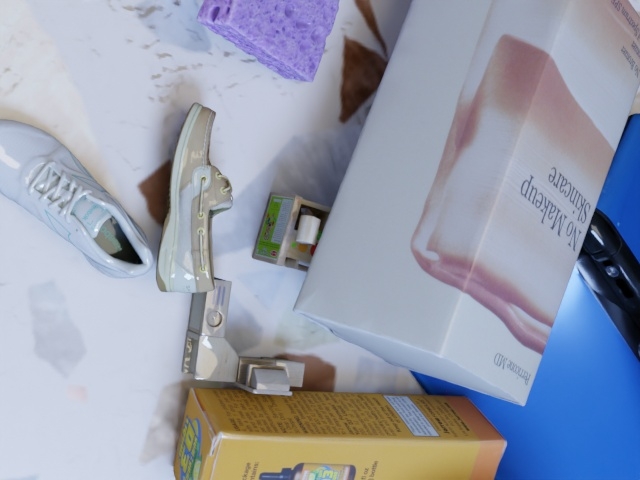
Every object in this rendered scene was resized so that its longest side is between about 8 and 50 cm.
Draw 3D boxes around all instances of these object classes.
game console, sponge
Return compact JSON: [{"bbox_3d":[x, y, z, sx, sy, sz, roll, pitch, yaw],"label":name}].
[{"bbox_3d":[0.242,0.089,1.121,0.293,0.173,0.250,53,43,-18],"label":"game console"},{"bbox_3d":[-0.011,-0.230,0.954,0.117,0.031,0.210,24,82,-55],"label":"sponge"}]

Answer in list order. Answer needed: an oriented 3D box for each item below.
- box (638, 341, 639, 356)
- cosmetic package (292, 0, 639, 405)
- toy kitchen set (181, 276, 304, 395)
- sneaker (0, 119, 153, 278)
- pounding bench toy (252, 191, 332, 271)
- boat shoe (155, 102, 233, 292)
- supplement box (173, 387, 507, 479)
[{"bbox_3d":[0.559,0.216,1.023,0.471,0.297,0.480,-17,89,-38],"label":"box"},{"bbox_3d":[0.116,-0.050,0.964,0.153,0.129,0.296,31,78,-54],"label":"cosmetic package"},{"bbox_3d":[-0.046,0.069,0.971,0.083,0.068,0.075,7,91,-24],"label":"toy kitchen set"},{"bbox_3d":[-0.169,-0.029,0.915,0.152,0.061,0.054,41,80,-19],"label":"sneaker"},{"bbox_3d":[0.000,0.000,0.977,0.065,0.083,0.052,17,87,-23],"label":"pounding bench toy"},{"bbox_3d":[-0.084,-0.028,0.948,0.045,0.050,0.135,8,88,2],"label":"boat shoe"},{"bbox_3d":[0.014,0.158,0.990,0.233,0.080,0.078,5,113,-26],"label":"supplement box"}]
